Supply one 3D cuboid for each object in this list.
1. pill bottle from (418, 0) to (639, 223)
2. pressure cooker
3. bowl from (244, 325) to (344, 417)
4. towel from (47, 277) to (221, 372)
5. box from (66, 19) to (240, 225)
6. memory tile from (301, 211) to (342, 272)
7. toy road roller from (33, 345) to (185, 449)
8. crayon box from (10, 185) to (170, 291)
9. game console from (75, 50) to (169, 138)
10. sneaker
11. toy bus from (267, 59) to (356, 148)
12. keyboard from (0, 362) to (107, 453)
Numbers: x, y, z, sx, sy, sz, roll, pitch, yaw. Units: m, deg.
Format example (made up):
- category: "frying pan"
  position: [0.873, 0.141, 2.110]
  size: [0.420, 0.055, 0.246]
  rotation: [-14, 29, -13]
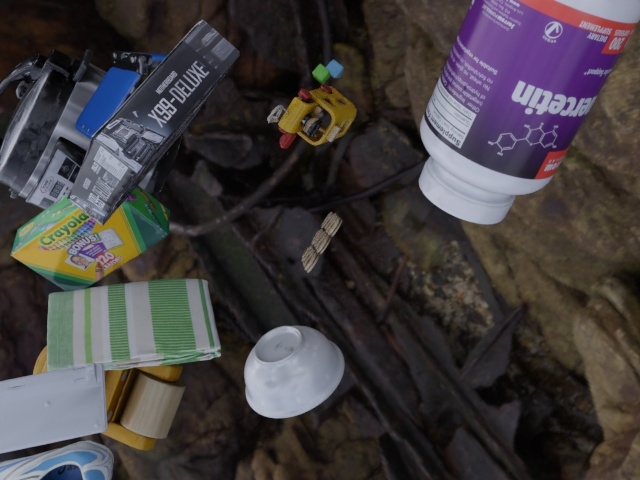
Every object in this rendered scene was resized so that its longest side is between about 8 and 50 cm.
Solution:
- category: "pill bottle"
  position: [0.236, -0.184, 0.952]
  size: [0.181, 0.181, 0.323]
  rotation: [39, 127, 27]
- category: "pressure cooker"
  position: [-0.590, -0.239, 1.896]
  size: [0.375, 0.420, 0.370]
  rotation: [1, 67, 64]
- category: "bowl"
  position: [-0.093, 0.330, 2.155]
  size: [0.297, 0.298, 0.134]
  rotation: [10, 136, 41]
- category: "towel"
  position: [-0.373, 0.168, 1.565]
  size: [0.248, 0.324, 0.038]
  rotation: [-112, 18, -51]
- category: "box"
  position: [-0.259, -0.166, 1.185]
  size: [0.076, 0.242, 0.307]
  rotation: [39, 156, -11]
- category: "memory tile"
  position: [0.000, 0.000, 1.425]
  size: [0.012, 0.148, 0.113]
  rotation: [33, 93, -7]
- category: "toy road roller"
  position: [-0.499, 0.337, 1.788]
  size: [0.329, 0.240, 0.203]
  rotation: [20, 88, 11]
- category: "crayon box"
  position: [-0.462, -0.017, 1.586]
  size: [0.278, 0.165, 0.081]
  rotation: [-30, 40, 21]
- category: "game console"
  position: [-0.354, -0.296, 1.609]
  size: [0.293, 0.250, 0.173]
  rotation: [-150, 61, -61]
- category: "sneaker"
  position: [-0.381, 0.325, 1.007]
  size: [0.237, 0.086, 0.085]
  rotation: [-22, 101, 5]
- category: "toy bus"
  position: [-0.004, -0.251, 1.634]
  size: [0.104, 0.202, 0.191]
  rotation: [40, 165, 10]
- category: "keyboard"
  position: [-0.334, 0.175, 0.756]
  size: [0.014, 0.256, 0.072]
  rotation: [87, 171, -63]
